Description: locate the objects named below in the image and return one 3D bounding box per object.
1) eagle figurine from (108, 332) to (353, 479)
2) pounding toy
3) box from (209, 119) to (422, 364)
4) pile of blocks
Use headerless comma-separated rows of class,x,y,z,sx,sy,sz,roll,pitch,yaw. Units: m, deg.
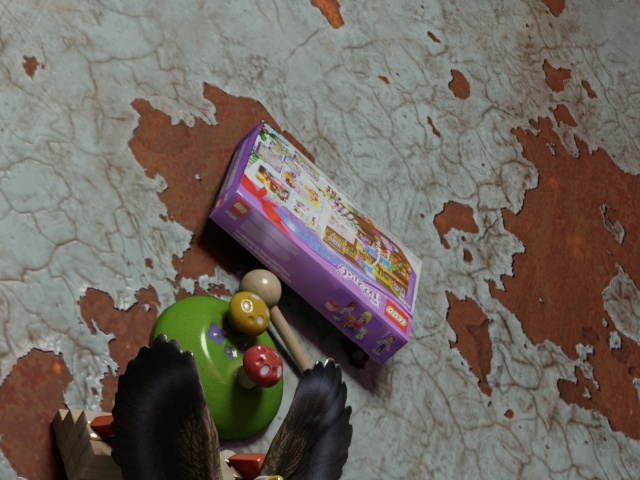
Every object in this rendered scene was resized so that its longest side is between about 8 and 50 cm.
eagle figurine,-0.084,0.262,1.864,0.226,0.225,0.298,43,34,-42
pounding toy,-0.078,0.121,2.192,0.237,0.110,0.183,-26,82,-51
box,0.000,0.000,2.377,0.293,0.057,0.201,42,27,-14
pile of blocks,-0.104,0.242,2.005,0.362,0.112,0.149,26,32,-13
